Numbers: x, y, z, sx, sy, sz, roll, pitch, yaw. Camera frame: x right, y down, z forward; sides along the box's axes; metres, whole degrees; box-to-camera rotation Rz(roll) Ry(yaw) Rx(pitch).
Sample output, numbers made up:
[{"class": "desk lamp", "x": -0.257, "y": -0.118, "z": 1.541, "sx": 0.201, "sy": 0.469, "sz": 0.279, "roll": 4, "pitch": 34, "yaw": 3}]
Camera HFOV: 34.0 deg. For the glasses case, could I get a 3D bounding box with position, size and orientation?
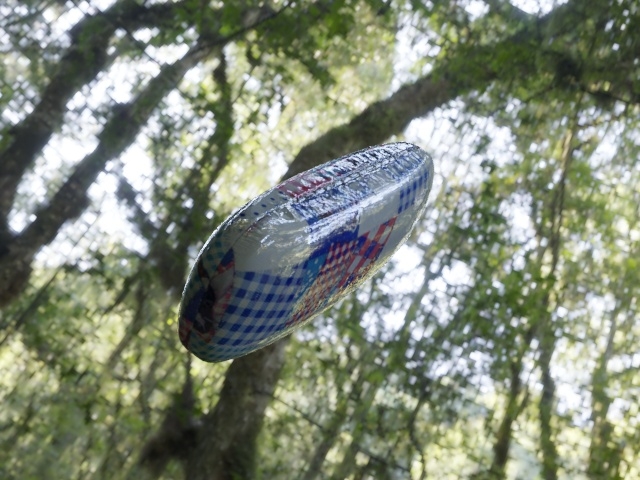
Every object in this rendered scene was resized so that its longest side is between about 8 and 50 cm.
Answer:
[{"class": "glasses case", "x": 0.000, "y": 0.000, "z": 0.838, "sx": 0.076, "sy": 0.327, "sz": 0.125, "roll": 33, "pitch": -60, "yaw": 18}]
